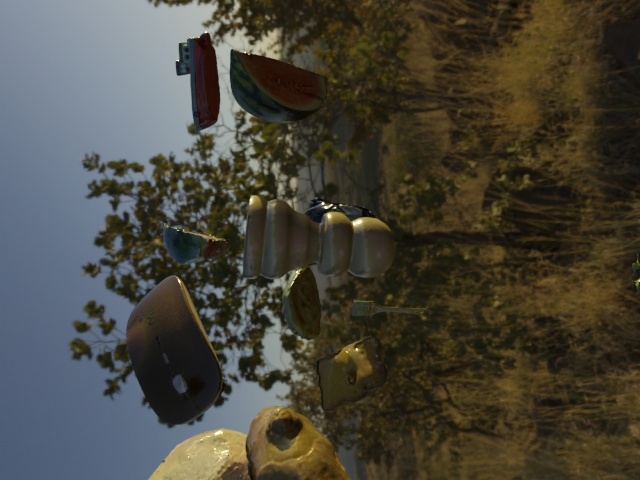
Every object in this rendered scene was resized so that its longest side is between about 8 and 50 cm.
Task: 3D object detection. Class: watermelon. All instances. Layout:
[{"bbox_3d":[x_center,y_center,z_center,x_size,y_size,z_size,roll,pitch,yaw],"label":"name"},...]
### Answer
[{"bbox_3d":[-0.053,-0.198,0.766,0.069,0.163,0.086,46,123,43],"label":"watermelon"},{"bbox_3d":[-0.242,0.015,1.095,0.187,0.139,0.071,14,94,56],"label":"watermelon"}]

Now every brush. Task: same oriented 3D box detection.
[{"bbox_3d":[0.193,0.195,1.543,0.083,0.205,0.011,88,-175,-54],"label":"brush"}]

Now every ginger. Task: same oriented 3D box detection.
[{"bbox_3d":[-0.011,0.334,0.706,0.354,0.126,0.189,42,139,52],"label":"ginger"}]

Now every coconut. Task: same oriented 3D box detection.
[{"bbox_3d":[-0.203,0.531,1.126,0.254,0.297,0.297,-44,-43,-42],"label":"coconut"}]

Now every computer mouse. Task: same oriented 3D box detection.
[{"bbox_3d":[-0.225,0.156,0.830,0.056,0.126,0.245,40,-168,-52],"label":"computer mouse"}]

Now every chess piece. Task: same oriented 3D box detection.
[{"bbox_3d":[0.000,0.000,0.620,0.094,0.171,0.094,-177,90,-85],"label":"chess piece"}]

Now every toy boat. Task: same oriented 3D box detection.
[{"bbox_3d":[-0.218,-0.281,0.987,0.069,0.059,0.172,-59,-31,-65],"label":"toy boat"}]

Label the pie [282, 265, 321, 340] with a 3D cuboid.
[{"bbox_3d":[-0.055,0.190,1.626,0.248,0.090,0.201,-60,-46,-70],"label":"pie"}]

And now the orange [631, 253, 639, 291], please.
[{"bbox_3d":[0.760,0.126,1.022,0.301,0.223,0.300,96,161,-80],"label":"orange"}]

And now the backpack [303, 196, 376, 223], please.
[{"bbox_3d":[0.044,-0.023,1.177,0.105,0.165,0.120,-55,-48,-23],"label":"backpack"}]

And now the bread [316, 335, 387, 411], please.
[{"bbox_3d":[0.094,0.367,1.514,0.088,0.233,0.160,17,-130,-43],"label":"bread"}]
